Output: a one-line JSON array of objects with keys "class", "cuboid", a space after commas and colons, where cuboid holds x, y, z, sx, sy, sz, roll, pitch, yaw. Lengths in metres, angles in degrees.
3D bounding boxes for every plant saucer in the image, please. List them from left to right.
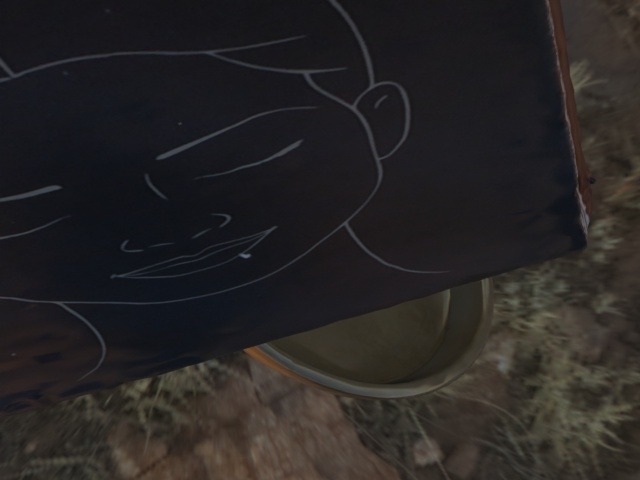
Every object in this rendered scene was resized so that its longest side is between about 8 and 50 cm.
[{"class": "plant saucer", "cuboid": [0.000, 0.000, 1.117, 0.278, 0.278, 0.041, 38, 130, -3]}]

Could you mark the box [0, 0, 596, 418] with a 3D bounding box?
[{"class": "box", "cuboid": [-0.180, -0.123, 0.532, 0.480, 0.472, 0.297, -17, 72, 7]}]
